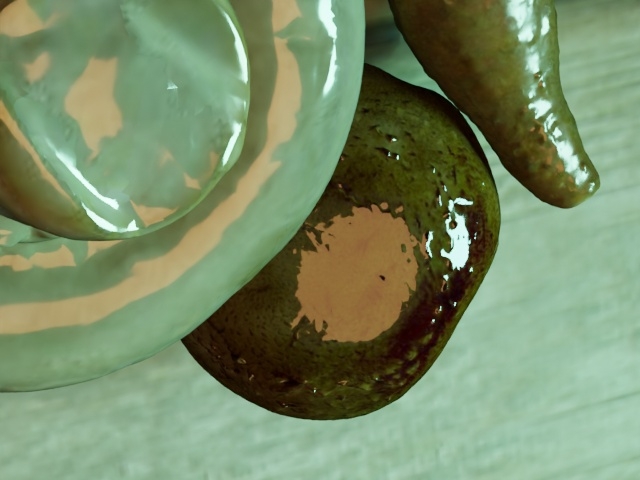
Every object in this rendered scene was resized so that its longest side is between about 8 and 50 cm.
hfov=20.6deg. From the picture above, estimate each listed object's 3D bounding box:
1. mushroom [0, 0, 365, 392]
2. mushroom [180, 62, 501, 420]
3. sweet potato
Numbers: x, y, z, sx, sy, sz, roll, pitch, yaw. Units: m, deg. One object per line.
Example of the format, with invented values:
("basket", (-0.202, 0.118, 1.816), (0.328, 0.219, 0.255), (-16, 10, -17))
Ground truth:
("mushroom", (-0.078, -0.042, 0.488), (0.206, 0.209, 0.206), (-24, 138, -23))
("mushroom", (0.000, 0.000, 0.609), (0.127, 0.087, 0.127), (0, 98, -2))
("sweet potato", (0.041, -0.153, 0.542), (0.066, 0.072, 0.314), (-3, 118, 13))
